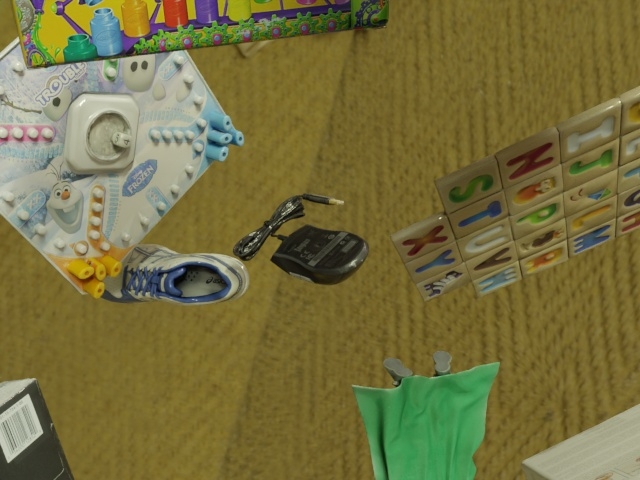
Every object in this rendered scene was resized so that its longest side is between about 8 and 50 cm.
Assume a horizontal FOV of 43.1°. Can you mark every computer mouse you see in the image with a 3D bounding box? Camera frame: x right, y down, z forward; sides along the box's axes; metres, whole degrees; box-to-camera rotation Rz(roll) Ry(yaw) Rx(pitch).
[{"bbox_3d":[0.000,0.000,1.319,0.262,0.060,0.184,10,45,42],"label":"computer mouse"}]

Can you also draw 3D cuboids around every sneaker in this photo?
[{"bbox_3d":[-0.280,0.062,1.443,0.296,0.131,0.112,-2,91,4],"label":"sneaker"}]

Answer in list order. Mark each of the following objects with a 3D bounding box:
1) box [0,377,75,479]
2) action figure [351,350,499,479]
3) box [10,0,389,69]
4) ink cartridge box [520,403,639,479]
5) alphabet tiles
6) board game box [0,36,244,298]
[{"bbox_3d":[-0.372,0.258,0.762,0.142,0.247,0.163,-10,105,21],"label":"box"},{"bbox_3d":[0.096,0.219,0.772,0.137,0.063,0.232,-5,113,-7],"label":"action figure"},{"bbox_3d":[-0.110,-0.305,0.627,0.290,0.279,0.177,-11,29,-18],"label":"box"},{"bbox_3d":[0.316,0.219,0.785,0.189,0.232,0.066,-24,90,-5],"label":"ink cartridge box"},{"bbox_3d":[0.244,-0.038,0.813,0.342,0.285,0.011,-25,60,6],"label":"alphabet tiles"},{"bbox_3d":[-0.324,-0.160,1.237,0.050,0.390,0.390,24,66,39],"label":"board game box"}]
